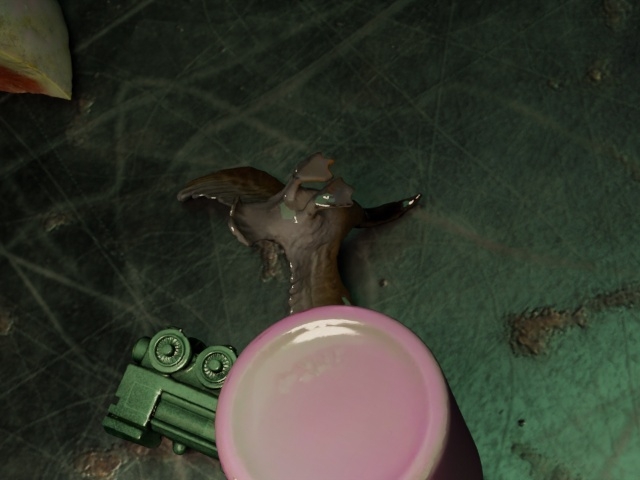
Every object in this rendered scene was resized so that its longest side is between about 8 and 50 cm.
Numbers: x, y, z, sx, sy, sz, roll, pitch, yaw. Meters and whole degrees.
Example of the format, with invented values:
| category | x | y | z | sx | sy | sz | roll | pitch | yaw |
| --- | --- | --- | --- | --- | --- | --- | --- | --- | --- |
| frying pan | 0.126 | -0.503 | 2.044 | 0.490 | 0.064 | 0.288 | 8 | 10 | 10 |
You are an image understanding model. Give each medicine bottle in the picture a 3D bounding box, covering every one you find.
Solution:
| category | x | y | z | sx | sy | sz | roll | pitch | yaw |
| --- | --- | --- | --- | --- | --- | --- | --- | --- | --- |
| medicine bottle | 0.034 | 0.179 | 1.546 | 0.178 | 0.290 | 0.178 | -4 | 67 | 10 |

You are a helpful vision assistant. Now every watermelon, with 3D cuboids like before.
| category | x | y | z | sx | sy | sz | roll | pitch | yaw |
| --- | --- | --- | --- | --- | --- | --- | --- | --- | --- |
| watermelon | -0.363 | -0.228 | 1.882 | 0.260 | 0.176 | 0.256 | 1 | 30 | 13 |

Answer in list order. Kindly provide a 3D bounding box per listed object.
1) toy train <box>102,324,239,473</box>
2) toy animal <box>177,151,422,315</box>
| category | x | y | z | sx | sy | sz | roll | pitch | yaw |
| --- | --- | --- | --- | --- | --- | --- | --- | --- | --- |
| toy train | -0.096 | 0.144 | 1.713 | 0.170 | 0.071 | 0.111 | 20 | 83 | 18 |
| toy animal | 0.005 | -0.009 | 1.711 | 0.197 | 0.160 | 0.272 | -24 | 66 | -7 |
